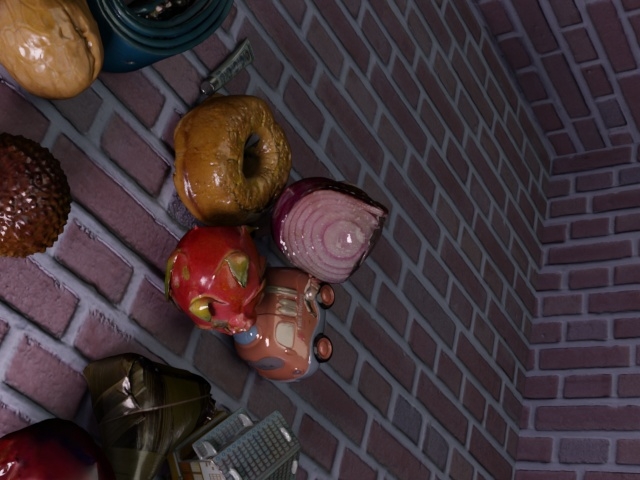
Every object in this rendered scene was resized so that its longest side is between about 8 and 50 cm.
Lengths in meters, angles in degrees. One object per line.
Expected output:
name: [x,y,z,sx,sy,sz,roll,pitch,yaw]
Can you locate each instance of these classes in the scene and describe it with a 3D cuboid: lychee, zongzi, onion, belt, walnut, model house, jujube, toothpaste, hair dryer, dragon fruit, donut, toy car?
lychee: [-0.504,-0.074,1.398,0.238,0.200,0.200,54,37,-69]
zongzi: [-0.297,0.382,1.601,0.289,0.154,0.318,30,45,-52]
onion: [0.011,-0.028,1.939,0.256,0.272,0.230,52,3,-11]
belt: [-0.349,-0.524,1.740,0.300,0.173,0.436,61,38,-24]
walnut: [-0.478,-0.351,1.503,0.195,0.195,0.222,-60,138,-43]
model house: [-0.185,0.462,1.739,0.224,0.215,0.199,-26,103,-55]
jujube: [-0.452,0.462,1.311,0.258,0.258,0.377,51,51,-38]
toothpaste: [-0.213,-0.411,2.042,0.239,0.039,0.062,-57,133,-48]
hair dryer: [-0.068,-0.055,2.087,0.344,0.189,0.107,-25,107,-40]
dragon fruit: [-0.214,0.079,1.774,0.224,0.224,0.227,12,79,-55]
donut: [-0.194,-0.179,1.924,0.299,0.150,0.317,26,62,-55]
toy car: [-0.102,0.184,1.971,0.212,0.180,0.271,19,66,-42]
